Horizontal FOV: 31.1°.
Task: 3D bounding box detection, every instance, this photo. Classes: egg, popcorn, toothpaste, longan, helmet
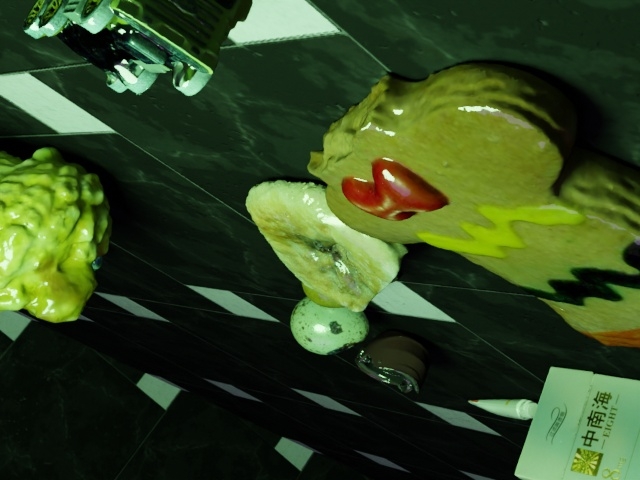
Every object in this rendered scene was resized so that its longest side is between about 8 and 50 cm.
[{"bbox_3d":[0.013,0.114,1.560,0.110,0.085,0.085,11,162,15],"label":"egg"},{"bbox_3d":[-0.361,0.006,1.437,0.206,0.237,0.251,-11,127,-8],"label":"popcorn"},{"bbox_3d":[0.288,0.260,1.782,0.048,0.031,0.190,23,168,-13],"label":"toothpaste"},{"bbox_3d":[0.016,0.051,1.370,0.075,0.075,0.083,15,157,25],"label":"longan"},{"bbox_3d":[0.108,0.167,1.634,0.098,0.070,0.123,35,168,-19],"label":"helmet"}]

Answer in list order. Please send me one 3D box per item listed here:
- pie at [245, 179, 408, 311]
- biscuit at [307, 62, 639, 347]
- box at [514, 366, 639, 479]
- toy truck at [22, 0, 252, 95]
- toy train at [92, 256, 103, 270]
[{"bbox_3d":[0.002,-0.003,1.231,0.185,0.052,0.218,37,161,5],"label":"pie"},{"bbox_3d":[0.183,-0.001,0.958,0.394,0.076,0.368,26,163,-15],"label":"biscuit"},{"bbox_3d":[0.367,0.247,1.389,0.243,0.155,0.067,3,154,48],"label":"box"},{"bbox_3d":[-0.114,-0.164,0.746,0.085,0.116,0.191,31,172,-29],"label":"toy truck"},{"bbox_3d":[-0.426,-0.001,1.821,0.172,0.070,0.099,18,157,18],"label":"toy train"}]
